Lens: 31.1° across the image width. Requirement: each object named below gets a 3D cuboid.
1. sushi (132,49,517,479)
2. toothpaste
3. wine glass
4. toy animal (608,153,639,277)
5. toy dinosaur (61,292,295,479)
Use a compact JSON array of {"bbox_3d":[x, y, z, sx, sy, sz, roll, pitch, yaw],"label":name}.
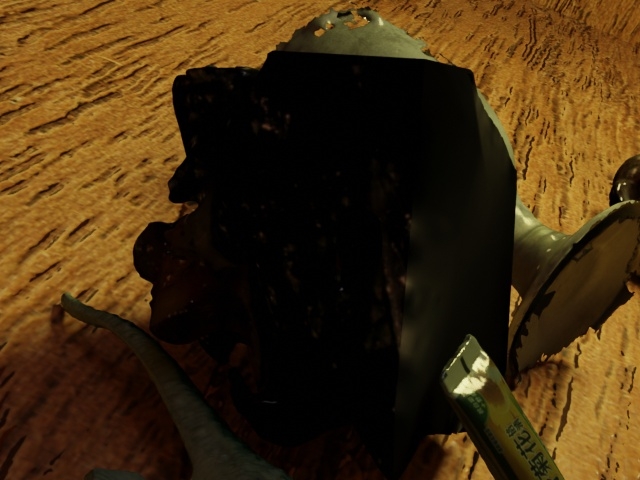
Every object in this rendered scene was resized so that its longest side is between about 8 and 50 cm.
[{"bbox_3d":[0.000,0.000,0.694,0.212,0.215,0.227,8,7,21],"label":"sushi"},{"bbox_3d":[0.123,0.146,0.627,0.204,0.031,0.049,58,38,-9],"label":"toothpaste"},{"bbox_3d":[0.096,-0.051,0.972,0.190,0.190,0.357,-6,41,-49],"label":"wine glass"},{"bbox_3d":[0.389,-0.021,1.269,0.169,0.121,0.233,14,28,23],"label":"toy animal"},{"bbox_3d":[-0.081,0.116,0.581,0.129,0.076,0.383,6,31,-48],"label":"toy dinosaur"}]
